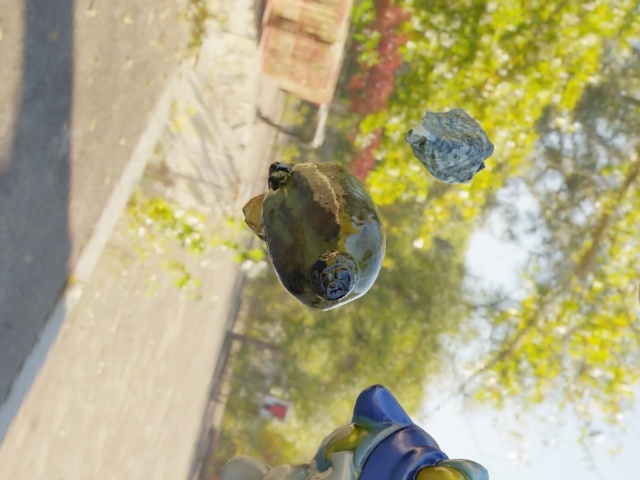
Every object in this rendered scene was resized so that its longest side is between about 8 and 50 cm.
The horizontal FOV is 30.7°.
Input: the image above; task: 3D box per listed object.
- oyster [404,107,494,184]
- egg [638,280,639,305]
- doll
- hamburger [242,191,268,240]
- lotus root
[{"bbox_3d":[0.199,-0.146,1.760,0.064,0.125,0.177,-39,177,43],"label":"oyster"},{"bbox_3d":[0.501,0.056,1.395,0.201,0.244,0.201,173,-90,-86],"label":"egg"},{"bbox_3d":[0.035,0.336,1.482,0.187,0.365,0.376,52,8,-43],"label":"doll"},{"bbox_3d":[-0.081,-0.038,1.857,0.083,0.076,0.044,57,-4,35],"label":"hamburger"},{"bbox_3d":[0.000,0.000,1.605,0.309,0.173,0.173,-110,-149,-57],"label":"lotus root"}]
